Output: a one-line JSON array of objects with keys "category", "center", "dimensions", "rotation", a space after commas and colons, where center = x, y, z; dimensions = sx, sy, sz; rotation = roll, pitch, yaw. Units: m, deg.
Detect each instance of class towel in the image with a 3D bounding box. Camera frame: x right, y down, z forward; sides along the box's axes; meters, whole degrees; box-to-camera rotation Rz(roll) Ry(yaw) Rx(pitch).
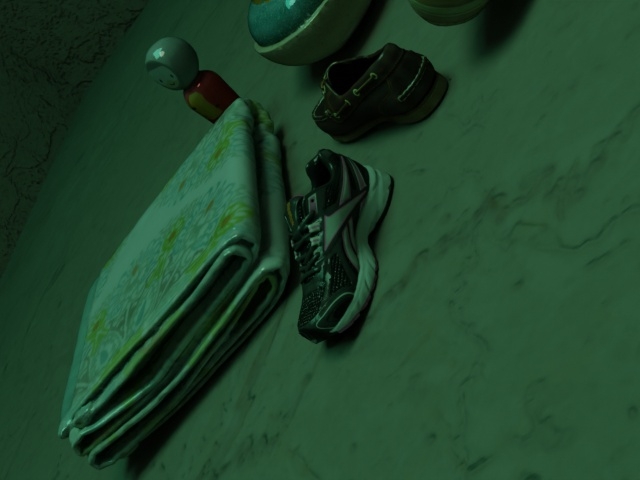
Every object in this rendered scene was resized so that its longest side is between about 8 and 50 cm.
[{"category": "towel", "center": [-0.155, 0.036, 1.040], "dimensions": [0.320, 0.090, 0.374], "rotation": [-47, 24, 19]}]

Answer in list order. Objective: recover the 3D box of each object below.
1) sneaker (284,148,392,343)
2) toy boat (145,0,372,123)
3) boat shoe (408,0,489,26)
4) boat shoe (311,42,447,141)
[{"category": "sneaker", "center": [0.000, 0.000, 0.760], "dimensions": [0.072, 0.077, 0.178], "rotation": [-38, 30, 43]}, {"category": "toy boat", "center": [-0.069, -0.276, 1.146], "dimensions": [0.318, 0.148, 0.267], "rotation": [-41, 25, 20]}, {"category": "boat shoe", "center": [0.135, -0.285, 0.842], "dimensions": [0.098, 0.109, 0.302], "rotation": [85, -164, -52]}, {"category": "boat shoe", "center": [0.038, -0.145, 0.880], "dimensions": [0.207, 0.073, 0.073], "rotation": [-8, 55, 64]}]
